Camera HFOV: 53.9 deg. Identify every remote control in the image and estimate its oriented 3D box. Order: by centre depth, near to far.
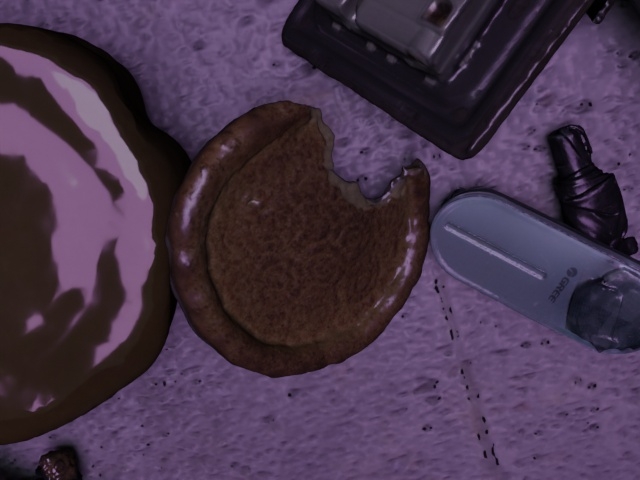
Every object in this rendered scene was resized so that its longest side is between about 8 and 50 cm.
[{"bbox_3d":[0.229,0.028,0.638,0.247,0.052,0.104,29,122,8],"label":"remote control"}]

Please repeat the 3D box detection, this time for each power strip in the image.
[{"bbox_3d":[0.098,-0.236,0.531,0.257,0.092,0.251,40,95,31],"label":"power strip"}]

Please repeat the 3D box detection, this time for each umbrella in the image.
[{"bbox_3d":[0.288,-0.008,0.662,0.066,0.059,0.236,-28,104,-13],"label":"umbrella"}]

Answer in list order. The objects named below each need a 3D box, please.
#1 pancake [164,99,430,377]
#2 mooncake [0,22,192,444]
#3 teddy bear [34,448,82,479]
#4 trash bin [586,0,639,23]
[{"bbox_3d":[0.000,0.000,0.588,0.286,0.033,0.288,-34,125,-21],"label":"pancake"},{"bbox_3d":[-0.298,-0.018,0.580,0.378,0.201,0.379,-1,104,-6],"label":"mooncake"},{"bbox_3d":[-0.325,0.317,0.686,0.251,0.129,0.182,16,81,-23],"label":"teddy bear"},{"bbox_3d":[0.406,-0.226,0.533,0.262,0.217,0.277,42,125,-10],"label":"trash bin"}]
